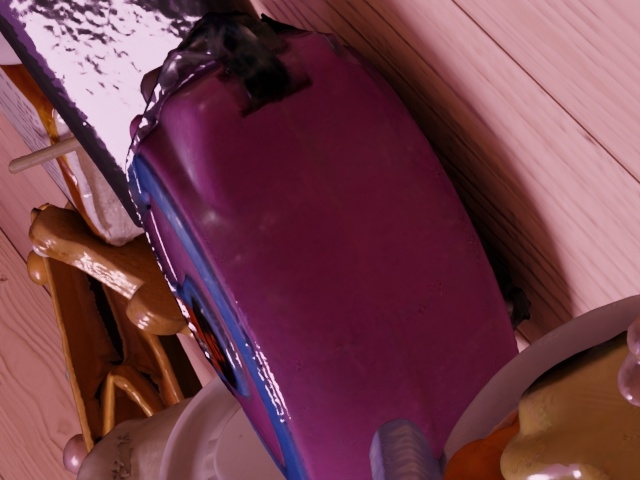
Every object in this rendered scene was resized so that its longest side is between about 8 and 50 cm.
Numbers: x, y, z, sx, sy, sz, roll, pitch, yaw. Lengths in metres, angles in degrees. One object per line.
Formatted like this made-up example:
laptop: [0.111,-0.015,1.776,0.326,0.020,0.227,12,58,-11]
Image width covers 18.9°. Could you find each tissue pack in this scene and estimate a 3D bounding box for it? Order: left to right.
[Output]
tissue pack: [-0.214,-0.124,1.572,0.226,0.092,0.183,45,164,38]

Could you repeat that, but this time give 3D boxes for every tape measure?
tape measure: [0.000,0.000,0.948,0.245,0.149,0.231,65,170,-6]

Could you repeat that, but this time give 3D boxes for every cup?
cup: [0.029,0.207,1.360,0.241,0.185,0.226,13,153,26]

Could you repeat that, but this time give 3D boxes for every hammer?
hammer: [-0.161,-0.070,1.426,0.195,0.028,0.060,-17,115,41]

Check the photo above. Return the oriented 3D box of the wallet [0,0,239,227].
wallet: [-0.111,-0.121,1.108,0.149,0.044,0.250,-22,111,34]

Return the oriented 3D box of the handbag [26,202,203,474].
handbag: [-0.194,0.098,1.872,0.401,0.133,0.283,104,150,-86]

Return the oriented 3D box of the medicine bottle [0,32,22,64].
medicine bottle: [-0.277,-0.244,1.401,0.341,0.130,0.130,47,165,40]

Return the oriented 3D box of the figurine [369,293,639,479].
figurine: [0.165,0.088,0.488,0.225,0.205,0.382,58,149,5]

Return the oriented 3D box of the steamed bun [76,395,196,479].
steamed bun: [-0.091,0.306,1.597,0.247,0.339,0.352,-8,137,39]

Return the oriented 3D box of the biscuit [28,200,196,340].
biscuit: [-0.129,0.040,1.585,0.240,0.035,0.158,35,-158,11]
